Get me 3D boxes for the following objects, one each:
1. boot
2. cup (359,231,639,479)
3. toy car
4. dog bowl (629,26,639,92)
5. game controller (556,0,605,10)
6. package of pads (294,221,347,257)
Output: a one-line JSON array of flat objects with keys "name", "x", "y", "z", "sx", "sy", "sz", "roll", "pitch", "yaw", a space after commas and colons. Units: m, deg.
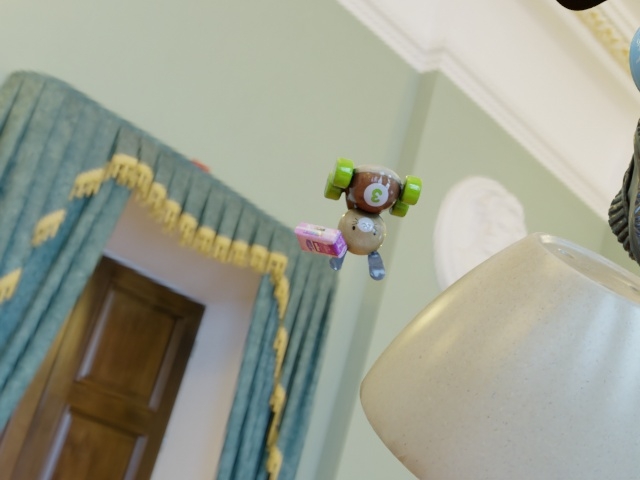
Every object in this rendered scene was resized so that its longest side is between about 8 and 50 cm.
[{"name": "boot", "x": 0.563, "y": -0.018, "z": 1.624, "sx": 0.131, "sy": 0.348, "sz": 0.260, "roll": 9, "pitch": -36, "yaw": 9}, {"name": "cup", "x": 0.241, "y": 0.134, "z": 1.015, "sx": 0.331, "sy": 0.237, "sz": 0.331, "roll": 25, "pitch": 16, "yaw": -8}, {"name": "toy car", "x": 0.078, "y": -0.029, "z": 1.720, "sx": 0.155, "sy": 0.189, "sz": 0.149, "roll": 14, "pitch": -17, "yaw": -6}, {"name": "dog bowl", "x": 0.694, "y": -0.345, "z": 1.743, "sx": 0.297, "sy": 0.166, "sz": 0.074, "roll": -21, "pitch": 8, "yaw": -21}, {"name": "game controller", "x": 0.354, "y": -0.491, "z": 1.419, "sx": 0.166, "sy": 0.067, "sz": 0.319, "roll": -28, "pitch": -69, "yaw": 29}, {"name": "package of pads", "x": 0.000, "y": 0.000, "z": 1.665, "sx": 0.083, "sy": 0.032, "sz": 0.050, "roll": 12, "pitch": -34, "yaw": 30}]
